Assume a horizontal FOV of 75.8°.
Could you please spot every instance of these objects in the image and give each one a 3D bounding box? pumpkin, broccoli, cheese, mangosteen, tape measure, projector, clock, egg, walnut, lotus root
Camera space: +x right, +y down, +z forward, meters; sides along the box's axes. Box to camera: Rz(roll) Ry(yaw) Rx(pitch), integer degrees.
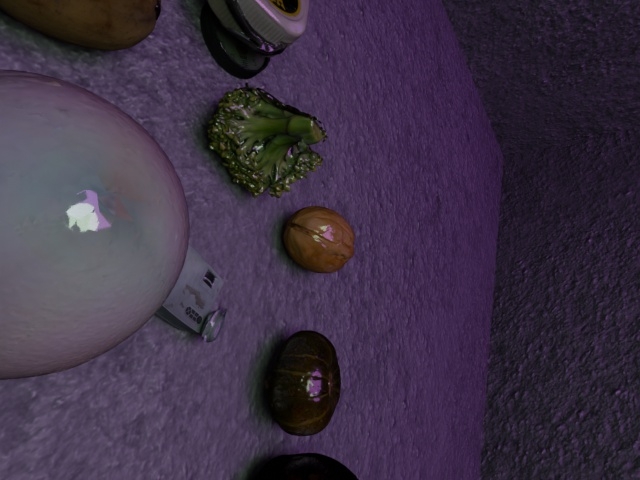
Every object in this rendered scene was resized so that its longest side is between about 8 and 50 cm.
[{"bbox_3d":[-0.044,0.317,0.903,0.219,0.163,0.218,0,90,-78],"label":"pumpkin"},{"bbox_3d":[-0.116,-0.187,0.846,0.180,0.273,0.242,-51,129,-3],"label":"broccoli"},{"bbox_3d":[-0.197,0.160,0.770,0.120,0.026,0.067,88,22,-84],"label":"cheese"},{"bbox_3d":[-0.026,0.573,0.803,0.288,0.234,0.287,-16,90,-74],"label":"mangosteen"},{"bbox_3d":[-0.159,-0.523,0.859,0.271,0.133,0.231,35,50,-40],"label":"tape measure"},{"bbox_3d":[-0.247,0.080,0.722,0.147,0.061,0.115,64,40,-49],"label":"projector"},{"bbox_3d":[-0.188,-0.468,0.942,0.185,0.040,0.184,13,74,-51],"label":"clock"},{"bbox_3d":[-0.306,-0.021,0.465,0.355,0.340,0.353,10,77,-52],"label":"egg"},{"bbox_3d":[0.000,0.000,1.012,0.207,0.159,0.158,26,64,-47],"label":"walnut"},{"bbox_3d":[-0.384,-0.383,0.570,0.310,0.183,0.182,0,83,-51],"label":"lotus root"}]
